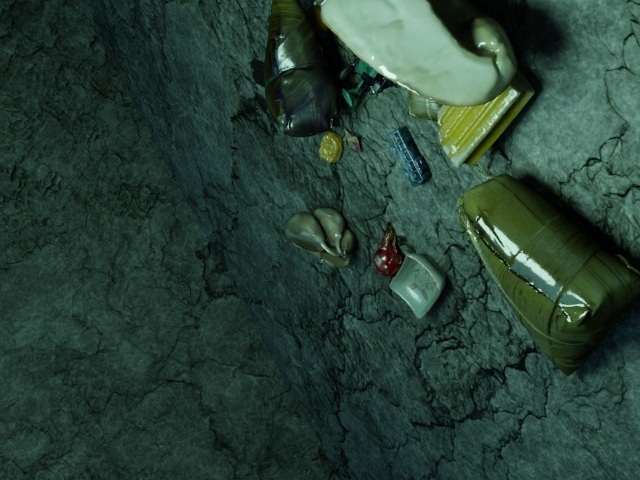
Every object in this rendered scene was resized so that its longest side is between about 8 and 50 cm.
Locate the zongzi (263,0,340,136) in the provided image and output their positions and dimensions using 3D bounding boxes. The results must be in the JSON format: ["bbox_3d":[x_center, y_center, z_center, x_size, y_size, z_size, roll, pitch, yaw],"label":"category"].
[{"bbox_3d":[-0.079,-0.513,1.872,0.403,0.208,0.432,-128,25,-80],"label":"zongzi"}]

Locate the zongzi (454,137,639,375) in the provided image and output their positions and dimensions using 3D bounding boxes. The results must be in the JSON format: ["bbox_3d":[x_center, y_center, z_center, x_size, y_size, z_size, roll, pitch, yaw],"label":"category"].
[{"bbox_3d":[0.461,0.079,1.557,0.500,0.218,0.467,49,158,27],"label":"zongzi"}]

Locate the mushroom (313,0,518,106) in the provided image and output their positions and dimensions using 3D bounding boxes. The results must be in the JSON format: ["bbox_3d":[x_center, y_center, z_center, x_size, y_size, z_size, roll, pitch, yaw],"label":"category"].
[{"bbox_3d":[0.233,-0.409,1.351,0.397,0.313,0.224,46,110,16],"label":"mushroom"}]

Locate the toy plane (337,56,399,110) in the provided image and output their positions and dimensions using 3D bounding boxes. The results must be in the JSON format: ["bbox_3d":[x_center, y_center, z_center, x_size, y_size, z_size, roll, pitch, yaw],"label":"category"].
[{"bbox_3d":[0.142,-0.450,1.696,0.155,0.106,0.382,62,154,11],"label":"toy plane"}]

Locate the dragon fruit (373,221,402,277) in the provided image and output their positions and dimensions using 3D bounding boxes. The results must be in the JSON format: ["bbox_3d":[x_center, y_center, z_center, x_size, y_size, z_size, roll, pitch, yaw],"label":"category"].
[{"bbox_3d":[0.208,0.035,2.064,0.094,0.094,0.190,19,127,52],"label":"dragon fruit"}]

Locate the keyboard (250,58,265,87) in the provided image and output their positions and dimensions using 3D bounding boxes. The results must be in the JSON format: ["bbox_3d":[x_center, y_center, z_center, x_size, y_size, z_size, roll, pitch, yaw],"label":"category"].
[{"bbox_3d":[-0.161,-0.542,2.188,0.230,0.025,0.094,36,146,38],"label":"keyboard"}]

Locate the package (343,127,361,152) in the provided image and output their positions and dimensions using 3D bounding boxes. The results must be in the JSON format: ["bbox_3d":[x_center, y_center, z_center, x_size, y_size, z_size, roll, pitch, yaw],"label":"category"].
[{"bbox_3d":[0.094,-0.306,1.984,0.083,0.029,0.059,47,159,45],"label":"package"}]

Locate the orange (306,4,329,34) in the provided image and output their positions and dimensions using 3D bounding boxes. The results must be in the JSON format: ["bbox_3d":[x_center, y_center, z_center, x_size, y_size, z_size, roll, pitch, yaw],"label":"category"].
[{"bbox_3d":[-0.007,-0.613,1.802,0.085,0.085,0.085,40,147,34],"label":"orange"}]

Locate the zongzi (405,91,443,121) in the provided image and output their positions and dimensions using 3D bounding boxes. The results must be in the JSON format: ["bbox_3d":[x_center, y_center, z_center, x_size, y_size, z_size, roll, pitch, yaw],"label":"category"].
[{"bbox_3d":[0.292,-0.354,1.560,0.176,0.078,0.160,26,138,32],"label":"zongzi"}]

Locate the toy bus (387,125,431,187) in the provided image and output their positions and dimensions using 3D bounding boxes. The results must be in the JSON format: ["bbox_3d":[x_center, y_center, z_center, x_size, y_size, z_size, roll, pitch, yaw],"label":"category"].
[{"bbox_3d":[0.244,-0.230,1.786,0.065,0.047,0.166,-24,95,59],"label":"toy bus"}]

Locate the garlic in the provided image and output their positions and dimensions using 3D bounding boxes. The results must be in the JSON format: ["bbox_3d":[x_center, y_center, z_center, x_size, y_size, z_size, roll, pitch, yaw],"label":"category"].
[{"bbox_3d":[0.000,0.000,2.256,0.237,0.210,0.292,67,161,0],"label":"garlic"}]

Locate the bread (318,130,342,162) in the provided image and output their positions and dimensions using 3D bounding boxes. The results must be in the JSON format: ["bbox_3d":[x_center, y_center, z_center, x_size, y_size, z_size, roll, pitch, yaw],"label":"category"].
[{"bbox_3d":[0.034,-0.297,2.076,0.083,0.044,0.111,48,148,19],"label":"bread"}]

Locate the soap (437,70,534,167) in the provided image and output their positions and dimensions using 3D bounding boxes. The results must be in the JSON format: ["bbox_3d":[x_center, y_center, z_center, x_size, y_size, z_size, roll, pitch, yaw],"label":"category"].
[{"bbox_3d":[0.350,-0.288,1.440,0.232,0.073,0.140,-56,50,43],"label":"soap"}]

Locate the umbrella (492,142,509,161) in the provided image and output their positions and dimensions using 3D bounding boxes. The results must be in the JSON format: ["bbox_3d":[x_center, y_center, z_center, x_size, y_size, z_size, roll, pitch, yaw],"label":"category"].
[{"bbox_3d":[0.408,-0.231,1.542,0.122,0.022,0.013,45,142,6],"label":"umbrella"}]

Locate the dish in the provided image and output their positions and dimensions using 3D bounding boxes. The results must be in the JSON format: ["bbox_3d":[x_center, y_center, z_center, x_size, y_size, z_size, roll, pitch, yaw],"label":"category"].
[{"bbox_3d":[0.310,0.128,1.990,0.151,0.077,0.212,48,150,19],"label":"dish"}]
